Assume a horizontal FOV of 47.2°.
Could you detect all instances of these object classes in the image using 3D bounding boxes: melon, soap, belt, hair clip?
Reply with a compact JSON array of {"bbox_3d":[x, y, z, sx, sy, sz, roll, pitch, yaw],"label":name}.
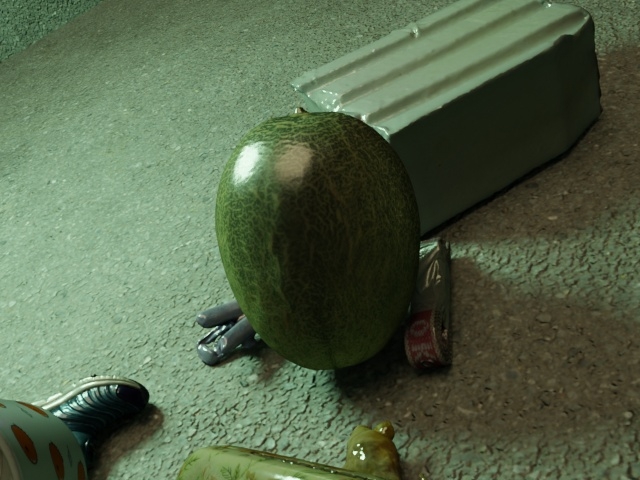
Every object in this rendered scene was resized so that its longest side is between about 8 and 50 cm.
[{"bbox_3d":[0.000,0.000,0.904,0.248,0.329,0.248,-7,17,2],"label":"melon"},{"bbox_3d":[0.222,-0.229,1.208,0.435,0.213,0.350,-29,33,-11],"label":"soap"},{"bbox_3d":[0.146,0.071,0.968,0.053,0.071,0.232,-15,34,22],"label":"belt"},{"bbox_3d":[-0.055,0.088,1.044,0.278,0.090,0.137,-33,70,-11],"label":"hair clip"}]

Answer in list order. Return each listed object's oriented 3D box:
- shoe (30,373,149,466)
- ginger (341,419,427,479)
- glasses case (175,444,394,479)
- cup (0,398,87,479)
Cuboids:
[{"bbox_3d":[-0.325,0.254,0.980,0.207,0.091,0.106,-25,57,-12],"label":"shoe"},{"bbox_3d":[0.092,0.292,0.691,0.166,0.080,0.333,-42,34,-6],"label":"ginger"},{"bbox_3d":[0.001,0.280,0.642,0.425,0.098,0.157,-6,78,46],"label":"glasses case"},{"bbox_3d":[-0.370,0.266,0.762,0.212,0.212,0.317,-29,-8,-11],"label":"cup"}]
